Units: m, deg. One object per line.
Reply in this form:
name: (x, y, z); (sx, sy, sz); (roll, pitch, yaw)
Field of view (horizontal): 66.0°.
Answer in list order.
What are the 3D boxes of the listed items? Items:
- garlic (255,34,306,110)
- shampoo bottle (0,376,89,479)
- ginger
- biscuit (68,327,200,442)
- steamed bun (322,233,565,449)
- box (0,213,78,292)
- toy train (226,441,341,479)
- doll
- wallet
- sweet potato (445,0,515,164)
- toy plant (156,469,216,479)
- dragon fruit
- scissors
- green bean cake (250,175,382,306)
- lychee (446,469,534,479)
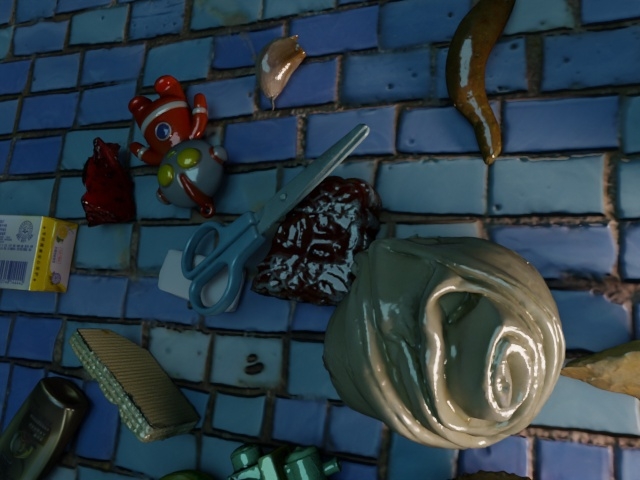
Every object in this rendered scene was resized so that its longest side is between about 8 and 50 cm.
garlic: (-0.093, -0.349, 0.985); (0.084, 0.066, 0.152); (35, 90, 20)
shampoo bottle: (-0.609, 0.449, 1.001); (0.126, 0.084, 0.350); (35, 93, 20)
ginger: (0.442, 0.191, 0.678); (0.193, 0.115, 0.122); (-19, 90, 27)
biscuit: (-0.345, 0.261, 0.909); (0.252, 0.150, 0.052); (42, 93, 21)
steamed bun: (0.173, 0.137, 0.690); (0.324, 0.219, 0.309); (16, 89, 4)
box: (-0.691, 0.027, 1.104); (0.265, 0.097, 0.168); (1, 80, 19)
toy train: (-0.018, 0.482, 0.761); (0.237, 0.150, 0.369); (-24, 72, 5)
doll: (-0.290, -0.182, 1.001); (0.200, 0.105, 0.336); (-32, 70, 11)
wallet: (-0.237, 0.077, 0.971); (0.190, 0.033, 0.095); (12, 82, 20)
sweet potato: (0.271, -0.304, 0.845); (0.108, 0.079, 0.346); (7, 85, 8)
toy plant: (-0.275, 0.482, 0.749); (0.184, 0.316, 0.224); (-35, 69, 13)
dragon fruit: (-0.481, -0.128, 1.056); (0.092, 0.122, 0.192); (-17, 76, 31)
scissors: (-0.087, -0.046, 0.849); (0.447, 0.029, 0.192); (-39, 51, 21)
green bean cake: (0.000, 0.000, 0.868); (0.199, 0.097, 0.232); (10, 83, 21)
lychee: (0.229, 0.430, 0.628); (0.255, 0.274, 0.255); (-28, 44, 32)
